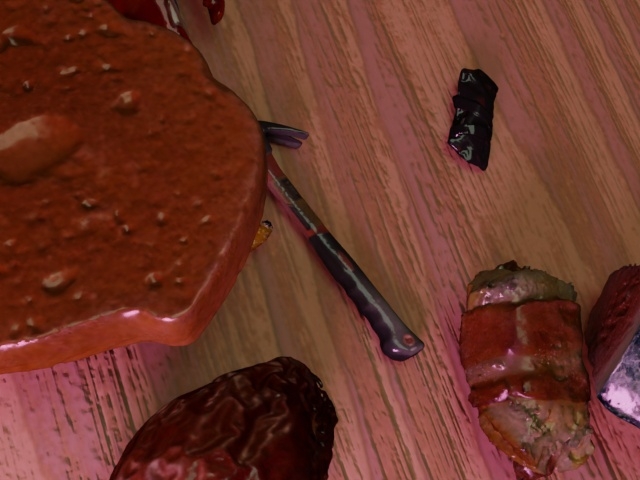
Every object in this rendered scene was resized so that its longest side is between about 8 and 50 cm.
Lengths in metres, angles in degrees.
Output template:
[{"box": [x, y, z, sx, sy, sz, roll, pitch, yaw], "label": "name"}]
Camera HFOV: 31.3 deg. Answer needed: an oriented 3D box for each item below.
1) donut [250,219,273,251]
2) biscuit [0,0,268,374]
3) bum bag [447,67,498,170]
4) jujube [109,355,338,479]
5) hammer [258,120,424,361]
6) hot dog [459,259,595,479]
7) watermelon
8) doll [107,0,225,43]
[{"box": [-0.093, -0.011, 1.080, 0.083, 0.038, 0.067, -18, 69, -34], "label": "donut"}, {"box": [-0.251, -0.076, 0.970, 0.455, 0.078, 0.350, 41, 68, 19], "label": "biscuit"}, {"box": [0.169, -0.137, 1.256, 0.058, 0.034, 0.124, 24, 56, -25], "label": "bum bag"}, {"box": [-0.068, 0.191, 0.923, 0.168, 0.168, 0.236, 40, 41, 2], "label": "jujube"}, {"box": [0.000, 0.000, 1.116, 0.111, 0.033, 0.287, -31, 78, -31], "label": "hammer"}, {"box": [0.194, 0.123, 1.095, 0.146, 0.103, 0.213, 18, 65, -38], "label": "hot dog"}, {"box": [0.388, 0.100, 1.138, 0.318, 0.148, 0.226, 9, 19, -39], "label": "watermelon"}, {"box": [-0.192, -0.280, 1.155, 0.189, 0.099, 0.383, 1, 66, -21], "label": "doll"}]
